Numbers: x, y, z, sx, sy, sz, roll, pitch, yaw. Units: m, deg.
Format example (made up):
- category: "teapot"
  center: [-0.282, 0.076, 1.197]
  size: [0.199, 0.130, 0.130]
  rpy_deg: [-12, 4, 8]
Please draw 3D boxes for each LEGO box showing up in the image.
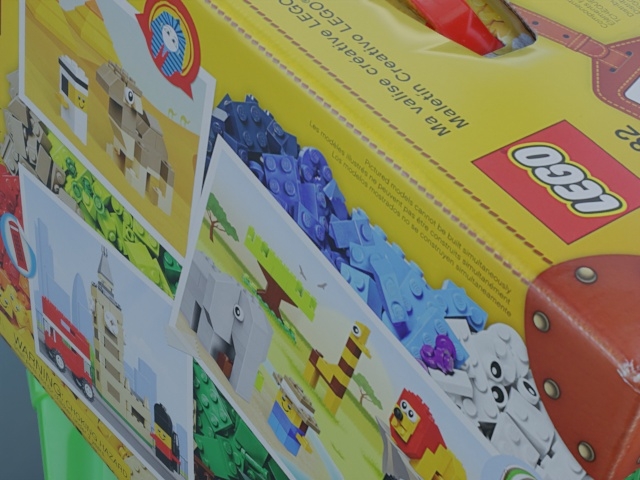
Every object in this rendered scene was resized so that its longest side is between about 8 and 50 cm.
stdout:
- category: "LEGO box"
  center: [0.000, 0.000, 0.779]
  size: [0.193, 0.372, 0.500]
  rpy_deg: [-24, 52, -33]

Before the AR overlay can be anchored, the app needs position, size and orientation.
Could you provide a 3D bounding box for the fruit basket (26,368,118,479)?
- category: "fruit basket"
  center: [-0.063, 0.150, 1.267]
  size: [0.283, 0.392, 0.392]
  rpy_deg: [-18, 24, 28]
